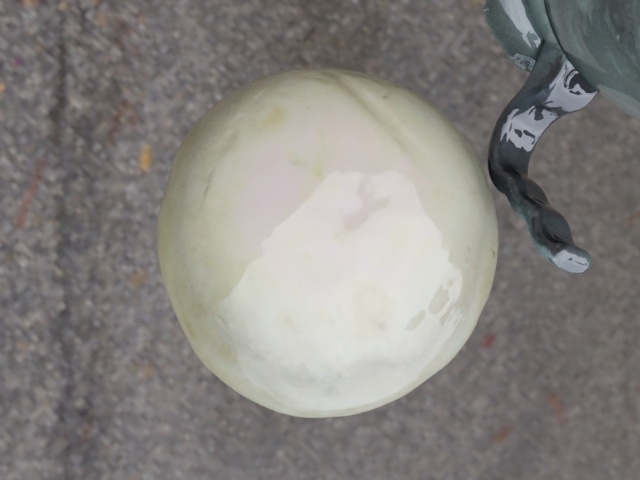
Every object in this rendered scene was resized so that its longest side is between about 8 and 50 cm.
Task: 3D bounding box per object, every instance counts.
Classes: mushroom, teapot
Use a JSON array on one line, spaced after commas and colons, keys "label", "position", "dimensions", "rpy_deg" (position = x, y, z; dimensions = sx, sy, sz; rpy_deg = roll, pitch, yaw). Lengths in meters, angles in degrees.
[{"label": "mushroom", "position": [0.000, 0.000, 1.185], "dimensions": [0.246, 0.246, 0.202], "rpy_deg": [-41, -176, -12]}, {"label": "teapot", "position": [0.230, -0.145, 1.128], "dimensions": [0.223, 0.285, 0.305], "rpy_deg": [-7, 106, -23]}]
